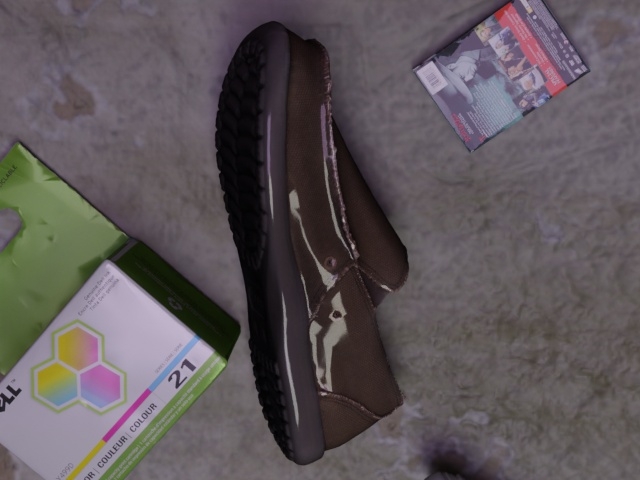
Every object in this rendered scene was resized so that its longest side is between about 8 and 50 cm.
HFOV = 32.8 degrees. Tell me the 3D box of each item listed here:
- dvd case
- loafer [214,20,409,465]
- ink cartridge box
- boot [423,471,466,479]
[{"bbox_3d":[0.148,-0.140,0.897,0.119,0.013,0.087,-35,98,9],"label":"dvd case"},{"bbox_3d":[0.000,0.000,0.893,0.130,0.134,0.366,-12,112,-17],"label":"loafer"},{"bbox_3d":[-0.226,0.073,0.923,0.255,0.097,0.189,41,101,-6],"label":"ink cartridge box"},{"bbox_3d":[0.205,0.273,0.950,0.123,0.095,0.258,-38,106,4],"label":"boot"}]
